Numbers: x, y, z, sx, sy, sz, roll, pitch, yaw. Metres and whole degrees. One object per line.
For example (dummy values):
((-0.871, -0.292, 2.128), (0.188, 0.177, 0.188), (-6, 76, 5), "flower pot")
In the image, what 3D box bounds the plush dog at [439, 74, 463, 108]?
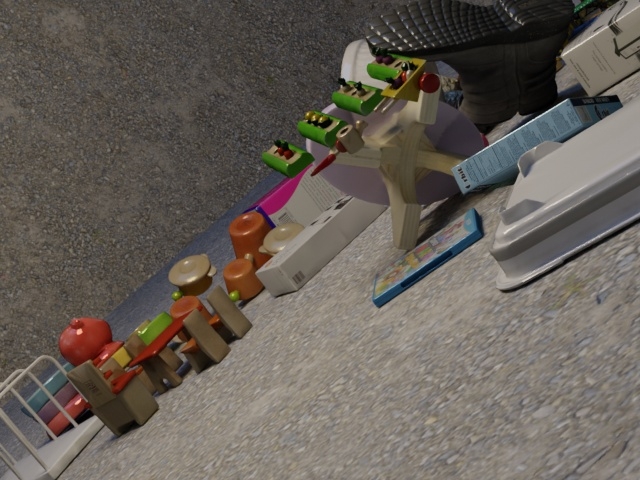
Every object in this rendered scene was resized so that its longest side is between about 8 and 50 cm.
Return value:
((0.198, -0.266, 2.356), (0.262, 0.210, 0.225), (-33, -13, 29), "plush dog")

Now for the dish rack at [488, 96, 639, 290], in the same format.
((0.323, -0.093, 1.282), (0.333, 0.072, 0.285), (-32, 10, 27), "dish rack")

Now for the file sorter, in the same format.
((-0.556, 0.353, 2.105), (0.278, 0.173, 0.193), (-31, 11, 32), "file sorter")

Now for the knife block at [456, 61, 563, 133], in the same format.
((0.314, -0.278, 2.185), (0.242, 0.088, 0.276), (-39, 10, -16), "knife block")

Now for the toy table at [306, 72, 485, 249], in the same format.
((0.128, -0.126, 1.733), (0.274, 0.252, 0.161), (-6, 15, -10), "toy table")

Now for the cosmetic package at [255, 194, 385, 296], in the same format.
((0.000, 0.000, 2.088), (0.239, 0.060, 0.099), (-42, 9, -28), "cosmetic package")

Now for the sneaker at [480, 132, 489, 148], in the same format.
((0.194, -0.117, 1.925), (0.170, 0.063, 0.075), (-35, 8, -15), "sneaker")

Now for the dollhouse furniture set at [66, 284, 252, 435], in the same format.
((-0.288, 0.192, 1.988), (0.262, 0.135, 0.259), (-30, 12, 41), "dollhouse furniture set")

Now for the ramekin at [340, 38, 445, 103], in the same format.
((0.140, -0.234, 2.116), (0.127, 0.272, 0.273), (-9, 19, 20), "ramekin")

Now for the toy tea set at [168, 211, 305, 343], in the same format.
((-0.167, 0.082, 2.284), (0.336, 0.124, 0.200), (-37, 38, -19), "toy tea set")

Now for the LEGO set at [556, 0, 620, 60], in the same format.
((0.507, -0.408, 2.004), (0.331, 0.192, 0.255), (-39, 38, 11), "LEGO set")

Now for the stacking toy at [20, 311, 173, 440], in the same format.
((-0.438, 0.222, 2.278), (0.309, 0.130, 0.279), (-44, 1, 36), "stacking toy")

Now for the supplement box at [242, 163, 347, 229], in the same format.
((-0.039, -0.085, 2.508), (0.220, 0.111, 0.114), (-40, 8, -18), "supplement box")

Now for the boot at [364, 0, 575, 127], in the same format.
((0.232, -0.263, 1.852), (0.338, 0.222, 0.118), (-8, 49, -9), "boot")

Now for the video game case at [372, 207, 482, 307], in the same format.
((0.141, 0.021, 1.576), (0.166, 0.015, 0.119), (-35, 9, 13), "video game case")

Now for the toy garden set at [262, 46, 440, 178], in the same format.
((0.038, -0.181, 1.627), (0.244, 0.049, 0.204), (-41, 24, -8), "toy garden set")

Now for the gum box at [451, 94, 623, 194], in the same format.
((0.281, -0.123, 1.513), (0.184, 0.041, 0.157), (-30, -10, 34), "gum box")

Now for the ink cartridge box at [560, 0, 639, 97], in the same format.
((0.476, -0.319, 1.771), (0.203, 0.086, 0.148), (-33, 10, 31), "ink cartridge box")
